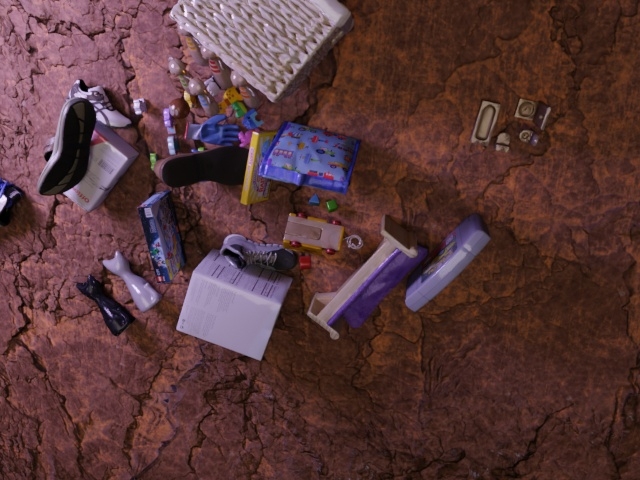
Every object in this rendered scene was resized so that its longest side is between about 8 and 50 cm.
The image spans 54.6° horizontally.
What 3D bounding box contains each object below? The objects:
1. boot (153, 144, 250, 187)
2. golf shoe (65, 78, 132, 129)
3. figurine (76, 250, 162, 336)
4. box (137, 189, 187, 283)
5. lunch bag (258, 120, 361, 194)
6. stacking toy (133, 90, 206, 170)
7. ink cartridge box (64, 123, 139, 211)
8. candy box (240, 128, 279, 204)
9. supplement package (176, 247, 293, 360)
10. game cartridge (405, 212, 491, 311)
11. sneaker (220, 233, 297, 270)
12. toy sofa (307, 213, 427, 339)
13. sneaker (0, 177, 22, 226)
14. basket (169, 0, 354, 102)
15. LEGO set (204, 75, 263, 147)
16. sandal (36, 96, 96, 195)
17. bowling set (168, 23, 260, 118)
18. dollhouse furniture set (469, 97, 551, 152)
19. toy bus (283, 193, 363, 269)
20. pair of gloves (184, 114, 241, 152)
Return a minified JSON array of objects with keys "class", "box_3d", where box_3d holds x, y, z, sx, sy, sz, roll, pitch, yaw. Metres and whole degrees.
[{"class":"boot","box_3d":[-0.306,-0.209,1.702,0.305,0.115,0.112,-8,108,-31]},{"class":"golf shoe","box_3d":[-0.613,-0.378,1.731,0.198,0.077,0.093,26,111,-4]},{"class":"figurine","box_3d":[-0.629,0.159,1.931,0.215,0.092,0.209,-38,97,18]},{"class":"box","box_3d":[-0.456,-0.013,1.801,0.044,0.159,0.233,-6,109,8]},{"class":"lunch bag","box_3d":[-0.025,-0.198,1.603,0.221,0.293,0.138,14,111,2]},{"class":"stacking toy","box_3d":[-0.420,-0.305,1.745,0.167,0.052,0.221,-4,110,9]},{"class":"ink cartridge box","box_3d":[-0.656,-0.215,1.788,0.158,0.092,0.218,41,108,-7]},{"class":"candy box","box_3d":[-0.166,-0.204,1.721,0.027,0.105,0.205,25,115,28]},{"class":"supplement package","box_3d":[-0.248,0.183,1.825,0.263,0.198,0.199,21,111,0]},{"class":"game cartridge","box_3d":[0.343,0.060,1.703,0.060,0.196,0.294,39,110,-8]},{"class":"sneaker","box_3d":[-0.186,0.058,1.805,0.229,0.132,0.086,14,111,2]},{"class":"toy sofa","box_3d":[0.140,0.119,1.777,0.177,0.150,0.362,39,110,-6]},{"class":"sneaker","box_3d":[-0.996,-0.169,1.844,0.182,0.127,0.315,-4,117,5]},{"class":"basket","box_3d":[-0.121,-0.525,1.463,0.331,0.328,0.266,38,105,-7]},{"class":"LEGO set","box_3d":[-0.241,-0.347,1.667,0.093,0.087,0.227,-39,102,-19]},{"class":"sandal","box_3d":[-0.693,-0.255,1.686,0.086,0.120,0.302,37,111,27]},{"class":"bowling set","box_3d":[-0.308,-0.398,1.557,0.287,0.154,0.200,40,81,25]},{"class":"dollhouse furniture set","box_3d":[0.482,-0.296,1.590,0.151,0.123,0.144,13,111,2]},{"class":"toy bus","box_3d":[-0.011,-0.008,1.772,0.191,0.104,0.202,-31,77,-12]},{"class":"pair of gloves","box_3d":[-0.306,-0.258,1.740,0.159,0.023,0.198,3,111,-16]}]
